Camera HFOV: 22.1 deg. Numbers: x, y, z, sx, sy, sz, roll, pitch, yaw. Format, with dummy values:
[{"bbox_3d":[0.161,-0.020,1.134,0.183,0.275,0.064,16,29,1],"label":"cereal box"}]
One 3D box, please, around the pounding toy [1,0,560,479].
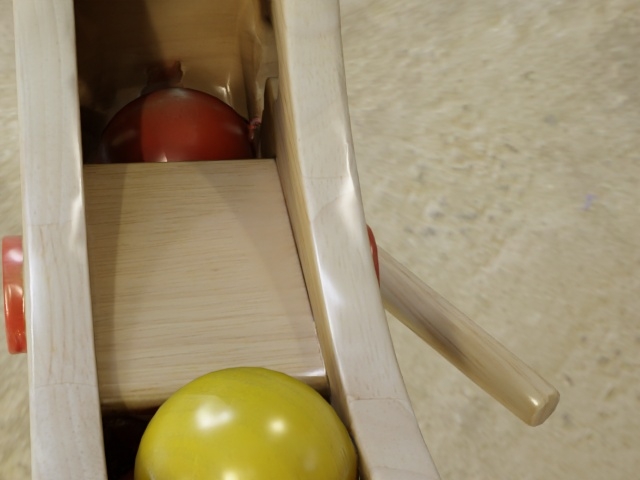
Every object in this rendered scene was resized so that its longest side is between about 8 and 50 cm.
[{"bbox_3d":[0.000,0.000,0.407,0.155,0.269,0.154,-2,124,-10],"label":"pounding toy"}]
